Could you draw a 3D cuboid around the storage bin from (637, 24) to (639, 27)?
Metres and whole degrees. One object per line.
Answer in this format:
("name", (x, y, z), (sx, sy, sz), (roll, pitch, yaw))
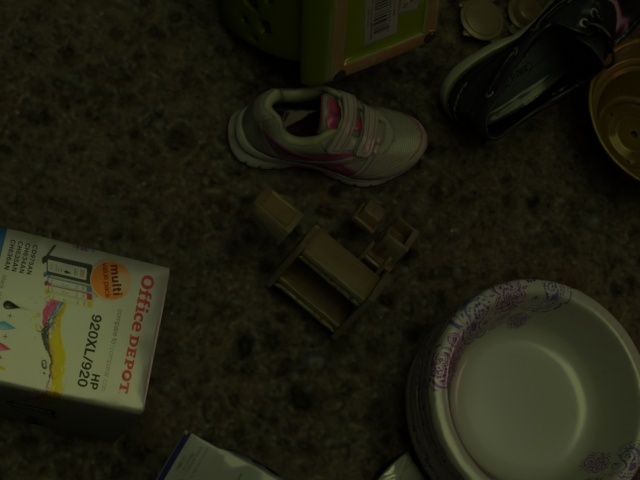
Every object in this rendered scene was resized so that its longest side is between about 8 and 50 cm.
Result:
("storage bin", (0.448, -0.429, 1.940), (0.262, 0.123, 0.260), (-5, 76, -18))

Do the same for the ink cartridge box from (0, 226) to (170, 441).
("ink cartridge box", (-0.301, 0.101, 1.518), (0.232, 0.168, 0.171), (14, 69, -14))

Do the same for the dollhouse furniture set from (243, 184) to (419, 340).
("dollhouse furniture set", (0.000, 0.000, 1.705), (0.182, 0.101, 0.161), (40, 42, -2))

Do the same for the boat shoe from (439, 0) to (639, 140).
("boat shoe", (0.314, -0.243, 1.769), (0.340, 0.113, 0.127), (-31, 128, 2))

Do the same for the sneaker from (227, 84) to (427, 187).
("sneaker", (0.019, -0.132, 1.721), (0.252, 0.111, 0.103), (2, 73, -17))

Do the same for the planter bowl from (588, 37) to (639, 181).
("planter bowl", (0.438, -0.155, 1.870), (0.217, 0.090, 0.217), (5, 73, -15))

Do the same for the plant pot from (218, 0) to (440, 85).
("plant pot", (0.022, -0.330, 1.684), (0.227, 0.228, 0.207), (-24, 53, -24))

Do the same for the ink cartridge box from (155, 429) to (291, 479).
("ink cartridge box", (-0.048, 0.352, 1.550), (0.332, 0.065, 0.165), (32, 88, -8))

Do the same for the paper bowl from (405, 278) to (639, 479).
("paper bowl", (0.238, 0.198, 1.668), (0.284, 0.148, 0.284), (5, 71, -16))

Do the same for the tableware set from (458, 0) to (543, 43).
("tableware set", (0.240, -0.342, 1.905), (0.141, 0.020, 0.169), (-6, 74, -21))

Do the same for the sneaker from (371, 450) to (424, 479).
("sneaker", (0.065, 0.312, 1.631), (0.152, 0.053, 0.061), (-37, 90, -24))
